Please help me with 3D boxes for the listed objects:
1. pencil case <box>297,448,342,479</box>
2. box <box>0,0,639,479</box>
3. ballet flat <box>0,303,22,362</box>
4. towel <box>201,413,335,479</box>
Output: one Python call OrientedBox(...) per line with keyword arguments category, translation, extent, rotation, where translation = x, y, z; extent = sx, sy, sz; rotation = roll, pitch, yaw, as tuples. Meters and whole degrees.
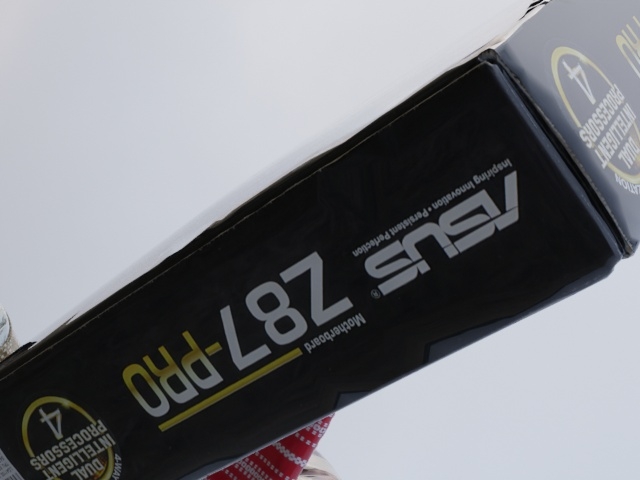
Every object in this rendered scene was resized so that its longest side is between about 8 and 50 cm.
OrientedBox(category="pencil case", translation=(-0.064, 0.300, 1.537), extent=(0.410, 0.184, 0.159), rotation=(41, -50, 50))
OrientedBox(category="box", translation=(0.000, 0.000, 0.616), extent=(0.395, 0.097, 0.318), rotation=(-32, -173, 32))
OrientedBox(category="ballet flat", translation=(-0.302, 0.042, 0.962), extent=(0.067, 0.206, 0.073), rotation=(-29, -153, 37))
OrientedBox(category="towel", translation=(-0.094, 0.142, 0.981), extent=(0.199, 0.031, 0.274), rotation=(33, -82, 31))
